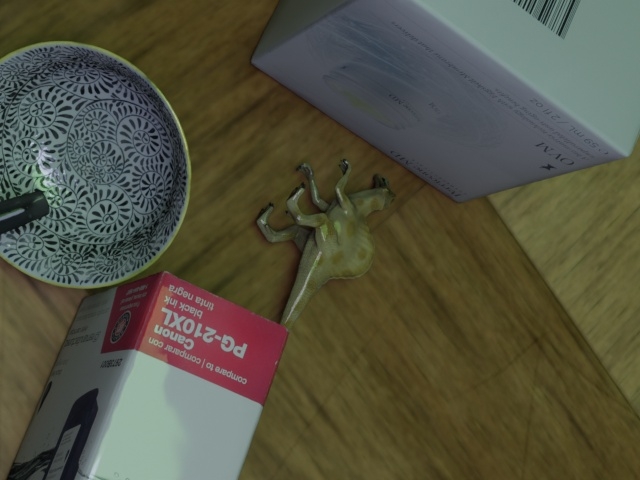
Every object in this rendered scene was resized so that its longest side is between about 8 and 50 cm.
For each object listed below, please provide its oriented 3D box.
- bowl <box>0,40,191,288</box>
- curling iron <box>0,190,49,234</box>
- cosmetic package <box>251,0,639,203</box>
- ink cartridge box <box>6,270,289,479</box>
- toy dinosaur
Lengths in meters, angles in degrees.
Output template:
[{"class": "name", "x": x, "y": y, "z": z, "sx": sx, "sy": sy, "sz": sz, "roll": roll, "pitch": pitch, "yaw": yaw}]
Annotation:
[{"class": "bowl", "x": -0.159, "y": -0.058, "z": 0.903, "sx": 0.170, "sy": 0.170, "sz": 0.080, "roll": 60, "pitch": 19, "yaw": -7}, {"class": "curling iron", "x": -0.305, "y": 0.014, "z": 0.823, "sx": 0.274, "sy": 0.068, "sz": 0.035, "roll": -14, "pitch": 54, "yaw": -18}, {"class": "cosmetic package", "x": 0.105, "y": -0.153, "z": 0.991, "sx": 0.224, "sy": 0.225, "sz": 0.138, "roll": 32, "pitch": 71, "yaw": -19}, {"class": "ink cartridge box", "x": -0.132, "y": 0.154, "z": 0.846, "sx": 0.100, "sy": 0.172, "sz": 0.237, "roll": 27, "pitch": 71, "yaw": -21}, {"class": "toy dinosaur", "x": 0.000, "y": 0.000, "z": 1.009, "sx": 0.092, "sy": 0.053, "sz": 0.183, "roll": 43, "pitch": 65, "yaw": -17}]
